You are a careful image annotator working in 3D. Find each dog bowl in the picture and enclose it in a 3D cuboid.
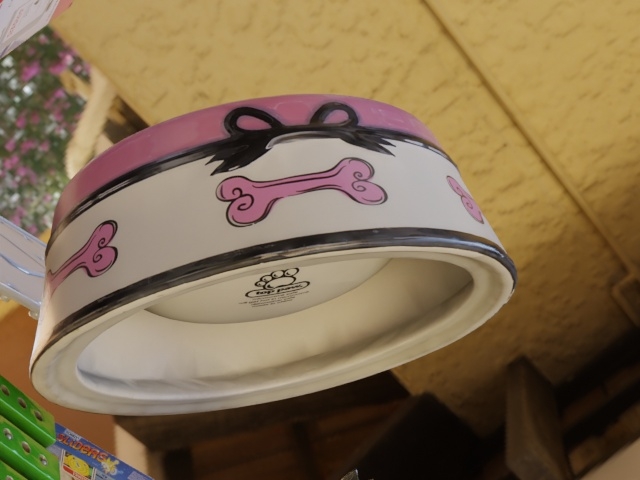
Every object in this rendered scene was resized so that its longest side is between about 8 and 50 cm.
[{"bbox_3d":[-0.049,0.020,0.955,0.408,0.408,0.150,-25,-114,30],"label":"dog bowl"}]

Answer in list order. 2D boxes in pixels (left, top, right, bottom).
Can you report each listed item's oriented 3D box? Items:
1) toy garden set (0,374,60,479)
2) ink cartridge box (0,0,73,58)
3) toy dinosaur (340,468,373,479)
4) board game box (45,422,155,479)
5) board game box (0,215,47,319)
[{"bbox_3d":[-0.339,0.216,1.097,0.049,0.204,0.244,-35,-144,8],"label":"toy garden set"},{"bbox_3d":[-0.249,-0.250,0.853,0.207,0.117,0.283,-56,-172,27],"label":"ink cartridge box"},{"bbox_3d":[-0.044,0.275,0.866,0.218,0.164,0.322,-20,-161,10],"label":"toy dinosaur"},{"bbox_3d":[-0.309,0.358,1.580,0.035,0.201,0.136,-48,161,-49],"label":"board game box"},{"bbox_3d":[-0.381,0.028,1.307,0.050,0.390,0.390,-54,-146,-1],"label":"board game box"}]
